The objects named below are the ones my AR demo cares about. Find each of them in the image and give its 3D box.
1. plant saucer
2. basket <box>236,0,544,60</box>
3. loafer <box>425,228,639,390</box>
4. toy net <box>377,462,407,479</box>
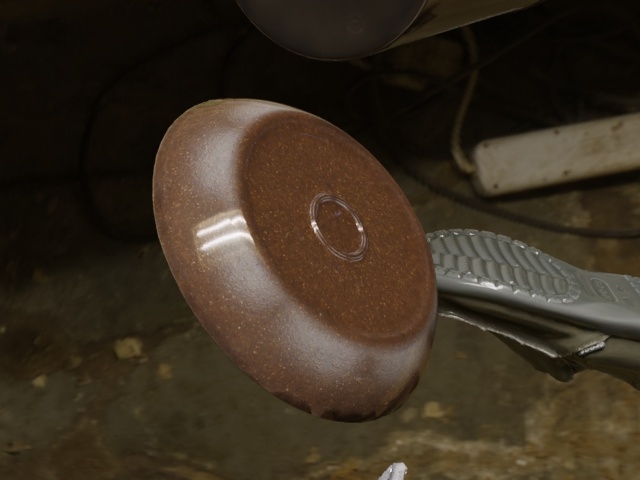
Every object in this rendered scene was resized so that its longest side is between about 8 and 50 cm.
[{"bbox_3d":[0.000,0.000,0.739,0.198,0.036,0.199,29,43,-32],"label":"plant saucer"},{"bbox_3d":[0.045,-0.193,0.822,0.204,0.227,0.154,23,117,13],"label":"basket"},{"bbox_3d":[0.167,0.064,1.011,0.251,0.094,0.087,16,116,-10],"label":"loafer"},{"bbox_3d":[-0.033,0.175,0.539,0.045,0.122,0.232,35,68,-6],"label":"toy net"}]
